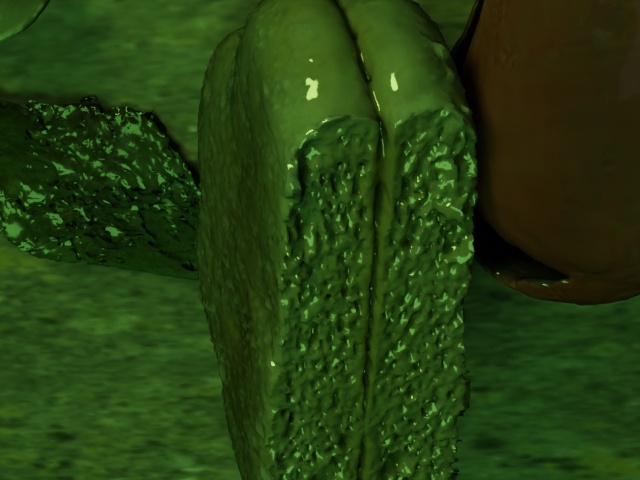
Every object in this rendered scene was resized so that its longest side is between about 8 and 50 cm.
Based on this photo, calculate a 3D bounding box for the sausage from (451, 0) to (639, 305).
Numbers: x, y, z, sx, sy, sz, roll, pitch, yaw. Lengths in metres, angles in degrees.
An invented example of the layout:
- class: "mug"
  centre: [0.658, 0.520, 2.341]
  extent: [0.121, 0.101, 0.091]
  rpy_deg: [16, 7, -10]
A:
- class: "sausage"
  centre: [0.137, -0.083, 0.791]
  extent: [0.152, 0.152, 0.280]
  rpy_deg: [17, 137, 0]

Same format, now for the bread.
- class: "bread"
  centre: [-0.004, 0.003, 0.898]
  extent: [0.102, 0.183, 0.337]
  rpy_deg: [-14, 137, -17]

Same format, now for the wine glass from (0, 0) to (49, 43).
- class: "wine glass"
  centre: [-0.187, -0.183, 0.840]
  extent: [0.079, 0.079, 0.195]
  rpy_deg: [1, 135, 16]

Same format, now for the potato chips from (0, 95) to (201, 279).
- class: "potato chips"
  centre: [-0.138, -0.034, 1.016]
  extent: [0.209, 0.026, 0.142]
  rpy_deg: [39, 130, -22]
